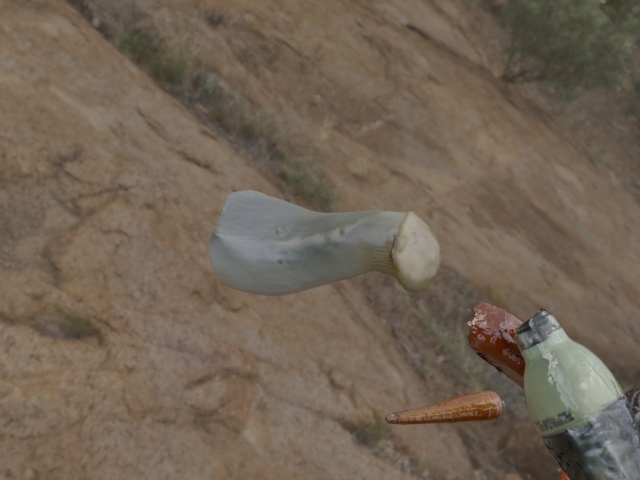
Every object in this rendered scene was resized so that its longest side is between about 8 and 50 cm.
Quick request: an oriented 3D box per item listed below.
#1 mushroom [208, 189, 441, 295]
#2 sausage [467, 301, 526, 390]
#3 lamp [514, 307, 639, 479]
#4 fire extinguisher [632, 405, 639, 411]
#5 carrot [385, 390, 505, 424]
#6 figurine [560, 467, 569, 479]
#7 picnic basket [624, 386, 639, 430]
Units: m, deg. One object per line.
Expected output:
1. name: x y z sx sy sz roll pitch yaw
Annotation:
1. mushroom: 0.000 0.000 1.193 0.122 0.329 0.159 34 61 -60
2. sausage: 0.383 0.218 1.574 0.330 0.102 0.102 38 32 -27
3. lamp: 0.277 0.189 0.923 0.101 0.101 0.250 -15 74 -54
4. fire extinguisher: 0.413 0.395 1.160 0.136 0.337 0.114 22 14 24
5. carrot: 0.254 0.338 1.760 0.257 0.061 0.061 -3 51 -15
6. figurine: 0.465 0.536 1.655 0.306 0.412 0.241 26 41 -42
7. picnic basket: 0.526 0.354 1.332 0.297 0.129 0.222 50 21 8
